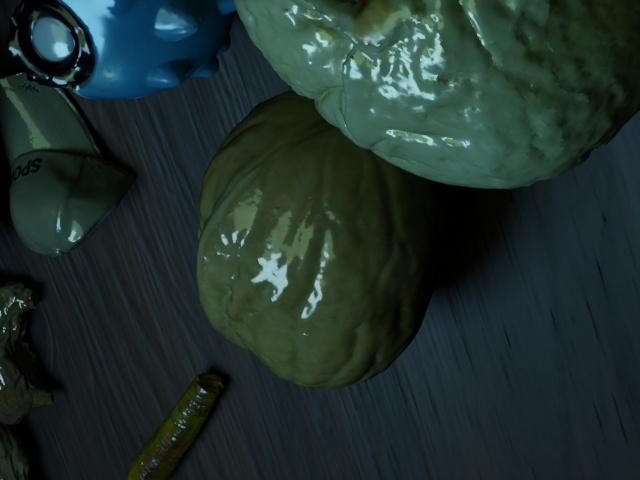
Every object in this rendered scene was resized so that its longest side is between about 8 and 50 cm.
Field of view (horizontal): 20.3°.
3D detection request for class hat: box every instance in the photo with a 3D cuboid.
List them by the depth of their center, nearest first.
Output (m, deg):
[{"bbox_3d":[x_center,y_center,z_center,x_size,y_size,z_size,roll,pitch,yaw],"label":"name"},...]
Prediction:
[{"bbox_3d":[-0.277,-0.067,1.685,0.147,0.085,0.175,-29,97,39],"label":"hat"}]

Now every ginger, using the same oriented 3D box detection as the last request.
[{"bbox_3d":[-0.330,0.173,1.850,0.122,0.084,0.290,4,112,6],"label":"ginger"}]

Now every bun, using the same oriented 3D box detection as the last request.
[{"bbox_3d":[0.090,-0.201,1.296,0.349,0.227,0.353,-10,105,29],"label":"bun"}]

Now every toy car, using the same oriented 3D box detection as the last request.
[{"bbox_3d":[-0.145,-0.236,1.461,0.190,0.188,0.255,5,112,21],"label":"toy car"}]

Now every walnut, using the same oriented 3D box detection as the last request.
[{"bbox_3d":[0.000,0.000,1.473,0.225,0.225,0.261,29,136,17],"label":"walnut"}]

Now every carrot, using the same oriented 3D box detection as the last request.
[{"bbox_3d":[-0.143,0.189,1.754,0.042,0.042,0.171,40,127,9],"label":"carrot"}]
